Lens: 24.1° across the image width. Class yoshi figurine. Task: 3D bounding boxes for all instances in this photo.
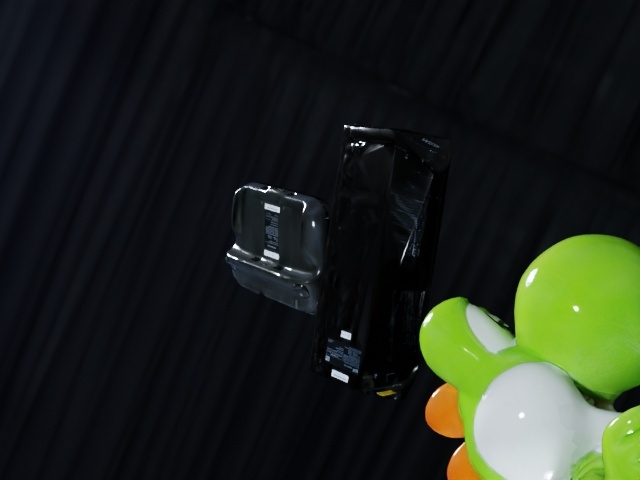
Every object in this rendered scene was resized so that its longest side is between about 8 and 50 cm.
[{"bbox_3d":[0.222,0.128,0.952,0.362,0.203,0.204,44,153,28],"label":"yoshi figurine"}]

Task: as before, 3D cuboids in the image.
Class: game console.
[{"bbox_3d":[0.000,0.000,1.316,0.044,0.213,0.361,7,-176,-26],"label":"game console"}]
